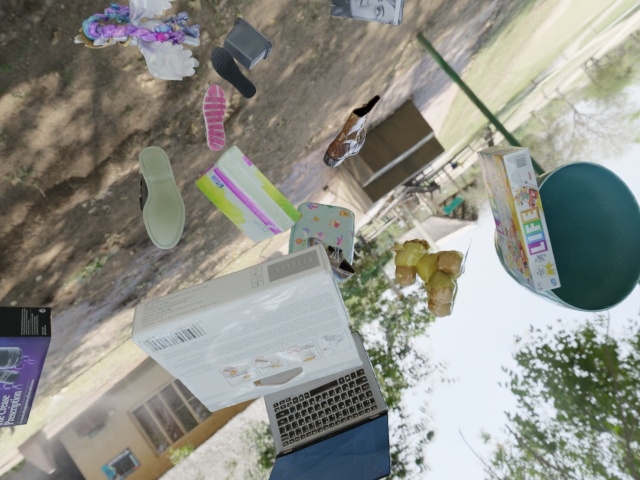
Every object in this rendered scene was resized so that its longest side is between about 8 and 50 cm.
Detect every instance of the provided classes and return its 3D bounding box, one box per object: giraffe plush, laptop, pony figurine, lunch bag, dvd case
[{"bbox_3d":[0.250,0.064,0.993,0.210,0.170,0.181,-61,153,-29],"label":"giraffe plush"},{"bbox_3d":[-0.021,0.500,1.184,0.381,0.408,0.236,-26,150,11],"label":"laptop"},{"bbox_3d":[-0.545,-0.671,1.336,0.350,0.303,0.363,-1,-156,15],"label":"pony figurine"},{"bbox_3d":[0.000,0.000,1.374,0.108,0.223,0.279,94,3,-49],"label":"lunch bag"},{"bbox_3d":[0.136,-0.721,1.191,0.165,0.221,0.018,91,19,-47],"label":"dvd case"}]

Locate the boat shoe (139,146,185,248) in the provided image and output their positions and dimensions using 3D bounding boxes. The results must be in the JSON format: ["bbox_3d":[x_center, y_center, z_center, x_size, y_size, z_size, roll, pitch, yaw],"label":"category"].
[{"bbox_3d":[-0.520,-0.127,1.343,0.127,0.340,0.113,-15,169,-23],"label":"boat shoe"}]

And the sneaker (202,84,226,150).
[{"bbox_3d":[-0.295,-0.339,1.137,0.063,0.171,0.075,-8,-152,-23],"label":"sneaker"}]

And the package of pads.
[{"bbox_3d":[-0.235,-0.131,1.310,0.229,0.296,0.101,-16,-148,55],"label":"package of pads"}]

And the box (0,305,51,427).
[{"bbox_3d":[-0.681,0.263,0.844,0.184,0.103,0.261,11,116,-37],"label":"box"}]

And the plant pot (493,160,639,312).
[{"bbox_3d":[0.490,-0.002,0.883,0.290,0.290,0.195,-35,-174,-15],"label":"plant pot"}]

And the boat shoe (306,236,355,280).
[{"bbox_3d":[0.033,0.045,1.150,0.066,0.183,0.066,-18,-133,32],"label":"boat shoe"}]

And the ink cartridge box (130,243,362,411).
[{"bbox_3d":[-0.099,0.156,0.672,0.296,0.066,0.261,-18,134,2],"label":"ink cartridge box"}]

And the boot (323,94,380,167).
[{"bbox_3d":[0.132,-0.422,1.494,0.264,0.096,0.280,-39,171,-35],"label":"boot"}]

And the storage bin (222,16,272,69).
[{"bbox_3d":[-0.237,-0.604,1.296,0.091,0.135,0.098,-56,-170,-22],"label":"storage bin"}]

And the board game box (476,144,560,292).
[{"bbox_3d":[0.224,-0.030,0.477,0.026,0.154,0.103,-17,-169,10],"label":"board game box"}]

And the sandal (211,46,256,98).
[{"bbox_3d":[-0.270,-0.511,1.270,0.067,0.179,0.040,-41,-139,6],"label":"sandal"}]
